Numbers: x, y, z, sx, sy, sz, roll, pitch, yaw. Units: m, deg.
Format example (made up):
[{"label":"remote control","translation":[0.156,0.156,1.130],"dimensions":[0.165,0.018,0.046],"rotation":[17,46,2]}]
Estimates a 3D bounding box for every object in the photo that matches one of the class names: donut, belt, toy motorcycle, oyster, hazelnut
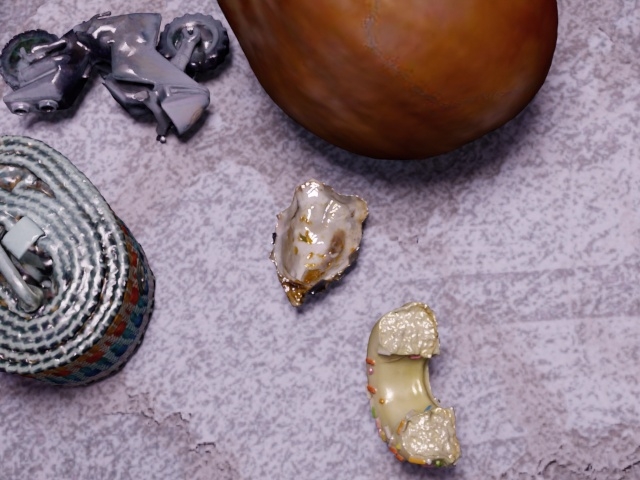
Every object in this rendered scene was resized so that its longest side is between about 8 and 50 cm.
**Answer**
[{"label":"donut","translation":[0.086,0.151,0.862],"dimensions":[0.065,0.108,0.166],"rotation":[-7,76,-19]},{"label":"belt","translation":[-0.312,0.011,0.905],"dimensions":[0.206,0.160,0.295],"rotation":[-32,76,-4]},{"label":"toy motorcycle","translation":[-0.236,-0.187,0.983],"dimensions":[0.270,0.106,0.159],"rotation":[-8,69,-2]},{"label":"oyster","translation":[-0.008,0.006,0.939],"dimensions":[0.103,0.051,0.148],"rotation":[25,63,13]},{"label":"hazelnut","translation":[0.062,-0.253,0.853],"dimensions":[0.365,0.366,0.366],"rotation":[-1,75,4]}]
